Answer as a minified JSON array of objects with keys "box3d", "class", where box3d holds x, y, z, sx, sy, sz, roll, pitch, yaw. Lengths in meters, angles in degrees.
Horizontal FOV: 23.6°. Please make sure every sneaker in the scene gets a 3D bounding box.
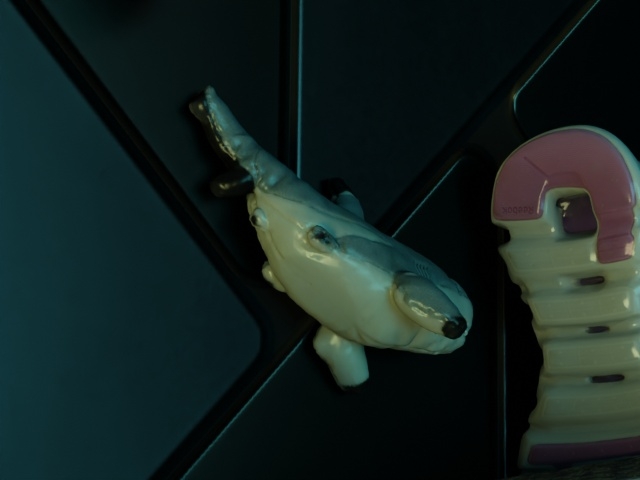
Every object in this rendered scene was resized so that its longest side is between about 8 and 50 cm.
[{"box3d":[0.151,0.062,0.739,0.104,0.095,0.236,-5,90,-54],"class":"sneaker"}]

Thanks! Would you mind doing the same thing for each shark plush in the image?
[{"box3d":[0.000,0.000,0.672,0.161,0.073,0.067,35,43,-5],"class":"shark plush"}]

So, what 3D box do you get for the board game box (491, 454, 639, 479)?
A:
[{"box3d":[0.154,0.236,0.607,0.141,0.232,0.291,-17,96,-82],"class":"board game box"}]
